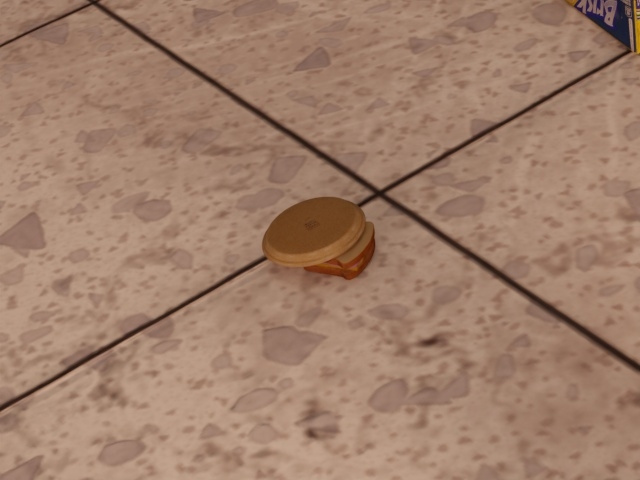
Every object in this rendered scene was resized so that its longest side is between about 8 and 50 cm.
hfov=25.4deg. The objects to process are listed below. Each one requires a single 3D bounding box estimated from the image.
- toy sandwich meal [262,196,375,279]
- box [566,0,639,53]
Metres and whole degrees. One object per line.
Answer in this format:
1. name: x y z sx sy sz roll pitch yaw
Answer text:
1. toy sandwich meal: 0.000 0.000 1.017 0.086 0.029 0.085 -13 35 9
2. box: 0.246 -0.222 1.204 0.059 0.054 0.169 -21 36 -10
